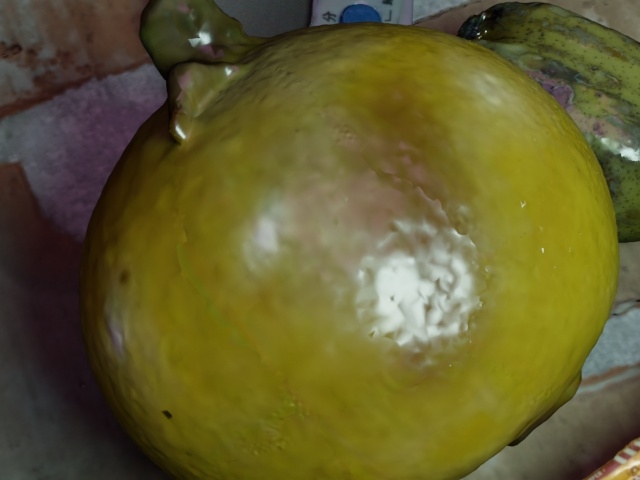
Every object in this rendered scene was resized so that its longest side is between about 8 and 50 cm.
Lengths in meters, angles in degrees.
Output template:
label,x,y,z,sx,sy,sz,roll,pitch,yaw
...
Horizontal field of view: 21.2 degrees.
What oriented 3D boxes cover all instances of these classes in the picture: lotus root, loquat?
label,x,y,z,sx,sy,sz,roll,pitch,yaw
lotus root,0.199,-0.069,1.196,0.278,0.154,0.154,24,61,15
loquat,0.000,0.000,1.038,0.328,0.328,0.359,-38,96,-21

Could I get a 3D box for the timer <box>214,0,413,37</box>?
label,x,y,z,sx,sy,sz,roll,pitch,yaw
timer,-0.022,-0.200,1.328,0.190,0.069,0.208,4,59,2

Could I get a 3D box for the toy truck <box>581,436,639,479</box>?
label,x,y,z,sx,sy,sz,roll,pitch,yaw
toy truck,0.237,0.157,1.073,0.270,0.114,0.135,-31,67,-15
